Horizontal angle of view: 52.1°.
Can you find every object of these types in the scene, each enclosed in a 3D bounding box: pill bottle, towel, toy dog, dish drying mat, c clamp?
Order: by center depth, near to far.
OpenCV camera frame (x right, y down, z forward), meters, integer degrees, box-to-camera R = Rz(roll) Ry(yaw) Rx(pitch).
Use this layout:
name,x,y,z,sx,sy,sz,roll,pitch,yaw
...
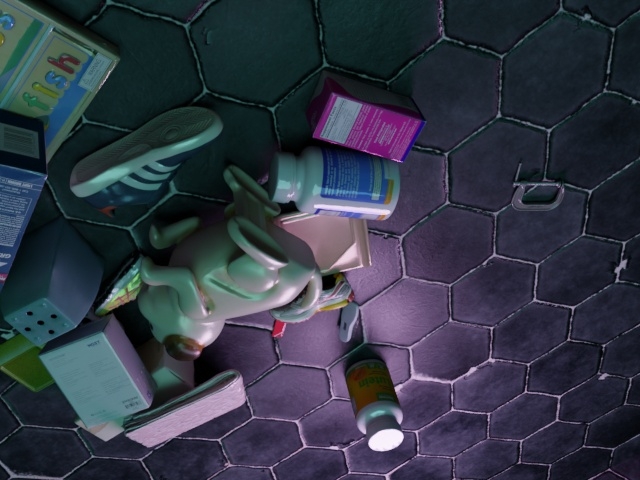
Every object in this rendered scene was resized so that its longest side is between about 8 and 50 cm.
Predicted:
name,x,y,z,sx,sy,sz,roll,pitch,yaw
pill bottle,0.026,-0.130,1.457,0.272,0.152,0.152,5,126,-16
toy dog,-0.239,0.086,1.507,0.408,0.284,0.395,-37,134,18
c clamp,0.552,-0.128,1.656,0.161,0.022,0.137,4,127,-14
towel,-0.355,0.458,1.773,0.317,0.053,0.332,-22,161,-13
dish drying mat,-0.111,0.236,1.808,0.032,0.008,0.083,7,126,-16
pill bottle,0.161,0.479,1.905,0.137,0.245,0.136,-6,129,-8

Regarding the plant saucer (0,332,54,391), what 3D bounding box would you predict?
name,x,y,z,sx,sy,sz,roll,pitch,yaw
plant saucer,-0.742,0.321,1.714,0.188,0.045,0.188,-29,128,11

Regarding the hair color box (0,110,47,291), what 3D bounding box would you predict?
name,x,y,z,sx,sy,sz,roll,pitch,yaw
hair color box,-0.639,-0.061,1.275,0.105,0.173,0.347,13,127,-34

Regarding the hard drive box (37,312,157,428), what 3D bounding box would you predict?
name,x,y,z,sx,sy,sz,roll,pitch,yaw
hard drive box,-0.537,0.320,1.593,0.181,0.089,0.232,-20,111,9

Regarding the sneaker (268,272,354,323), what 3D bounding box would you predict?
name,x,y,z,sx,sy,sz,roll,pitch,yaw
sneaker,-0.030,0.144,1.716,0.225,0.088,0.092,-21,117,-2

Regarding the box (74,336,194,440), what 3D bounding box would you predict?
name,x,y,z,sx,sy,sz,roll,pitch,yaw
box,-0.497,0.391,1.761,0.311,0.148,0.121,-33,126,12

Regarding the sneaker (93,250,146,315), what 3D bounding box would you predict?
name,x,y,z,sx,sy,sz,roll,pitch,yaw
sneaker,-0.472,0.123,1.595,0.208,0.081,0.094,-41,127,19

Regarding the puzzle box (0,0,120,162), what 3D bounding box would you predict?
name,x,y,z,sx,sy,sz,roll,pitch,yaw
puzzle box,-0.608,-0.273,1.245,0.272,0.052,0.409,25,119,-38

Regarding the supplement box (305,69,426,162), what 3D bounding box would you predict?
name,x,y,z,sx,sy,sz,roll,pitch,yaw
supplement box,0.093,-0.263,1.392,0.220,0.111,0.113,14,124,-21

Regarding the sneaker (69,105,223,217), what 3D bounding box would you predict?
name,x,y,z,sx,sy,sz,roll,pitch,yaw
sneaker,-0.344,-0.157,1.383,0.350,0.131,0.148,-21,136,12

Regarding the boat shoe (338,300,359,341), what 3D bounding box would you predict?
name,x,y,z,sx,sy,sz,roll,pitch,yaw
boat shoe,0.085,0.221,1.820,0.040,0.049,0.142,-21,137,-40

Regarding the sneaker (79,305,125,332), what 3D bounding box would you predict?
name,x,y,z,sx,sy,sz,roll,pitch,yaw
sneaker,-0.564,0.218,1.652,0.057,0.075,0.161,-33,127,14

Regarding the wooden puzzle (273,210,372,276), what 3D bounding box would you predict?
name,x,y,z,sx,sy,sz,roll,pitch,yaw
wooden puzzle,0.000,0.000,1.629,0.239,0.044,0.220,-10,129,1

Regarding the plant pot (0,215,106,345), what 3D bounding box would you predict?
name,x,y,z,sx,sy,sz,roll,pitch,yaw
plant pot,-0.602,0.103,1.451,0.166,0.234,0.165,-26,129,8
